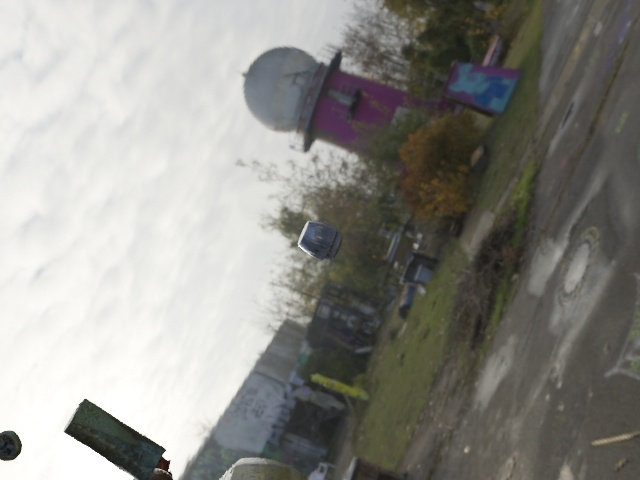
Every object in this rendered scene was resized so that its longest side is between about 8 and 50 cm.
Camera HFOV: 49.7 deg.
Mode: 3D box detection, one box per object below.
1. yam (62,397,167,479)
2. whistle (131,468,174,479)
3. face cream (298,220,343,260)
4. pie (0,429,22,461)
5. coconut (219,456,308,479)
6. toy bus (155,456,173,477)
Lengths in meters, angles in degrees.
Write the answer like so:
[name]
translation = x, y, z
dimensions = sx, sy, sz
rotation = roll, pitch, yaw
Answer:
[yam]
translation = -0.333, 0.327, 1.128
dimensions = 0.068, 0.169, 0.068
rotation = -51, 9, 12
[whistle]
translation = -0.344, 0.575, 1.472
dimensions = 0.057, 0.107, 0.219
rotation = 22, 133, 60
[face cream]
translation = 0.000, 0.000, 1.695
dimensions = 0.091, 0.095, 0.091
rotation = -157, 90, -83
[pie]
translation = -0.822, 0.540, 1.812
dimensions = 0.021, 0.084, 0.084
rotation = 67, -136, -81
[coconut]
translation = -0.152, 0.710, 1.708
dimensions = 0.254, 0.298, 0.297
rotation = -81, 6, -49
[toy bus]
translation = -0.453, 0.662, 1.842
dimensions = 0.074, 0.096, 0.235
rotation = -36, 26, 10
